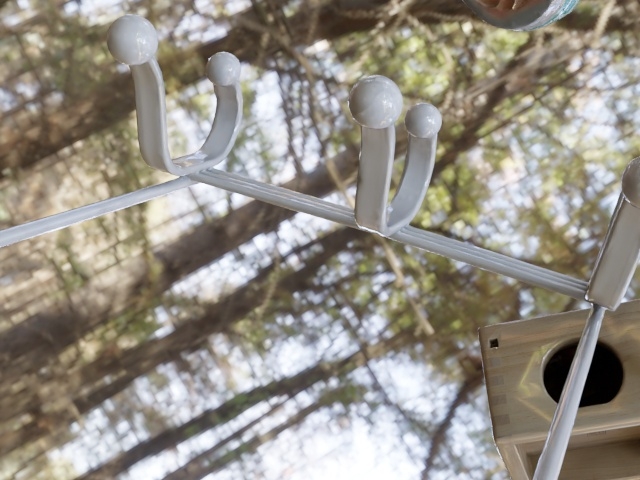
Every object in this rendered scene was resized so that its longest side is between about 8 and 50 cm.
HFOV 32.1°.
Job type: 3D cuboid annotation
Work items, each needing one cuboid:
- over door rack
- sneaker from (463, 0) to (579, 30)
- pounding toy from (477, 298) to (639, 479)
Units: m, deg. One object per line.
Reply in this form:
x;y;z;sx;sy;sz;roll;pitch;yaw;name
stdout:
0.000;0.000;0.418;0.239;0.324;0.108;17;-64;15;over door rack
0.124;-0.268;0.684;0.108;0.121;0.302;-22;-106;44;sneaker
0.214;0.085;0.733;0.181;0.206;0.094;60;22;-56;pounding toy
